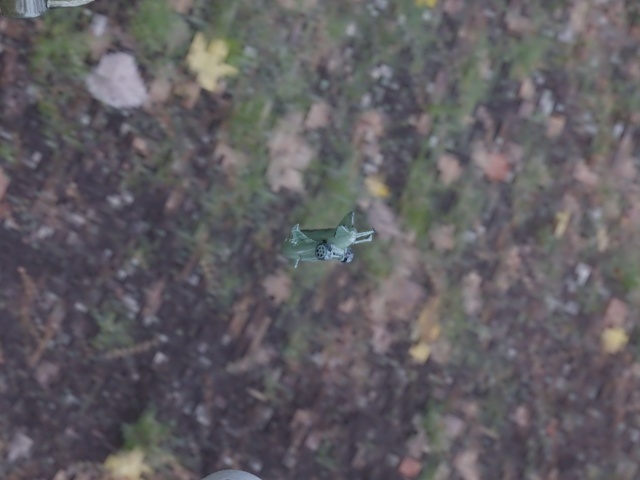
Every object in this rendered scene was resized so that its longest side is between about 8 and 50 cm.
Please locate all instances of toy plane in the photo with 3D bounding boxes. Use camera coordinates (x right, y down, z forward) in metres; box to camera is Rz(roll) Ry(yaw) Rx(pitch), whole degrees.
[{"bbox_3d":[0.000,0.003,1.358,0.080,0.083,0.033,6,72,-46],"label":"toy plane"}]

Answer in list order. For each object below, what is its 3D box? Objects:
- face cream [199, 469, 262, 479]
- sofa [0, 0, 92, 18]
[{"bbox_3d":[-0.107,0.214,1.149,0.269,0.082,0.082,-16,123,-67],"label":"face cream"},{"bbox_3d":[-0.241,-0.316,1.469,0.258,0.182,0.200,-81,169,-60],"label":"sofa"}]
